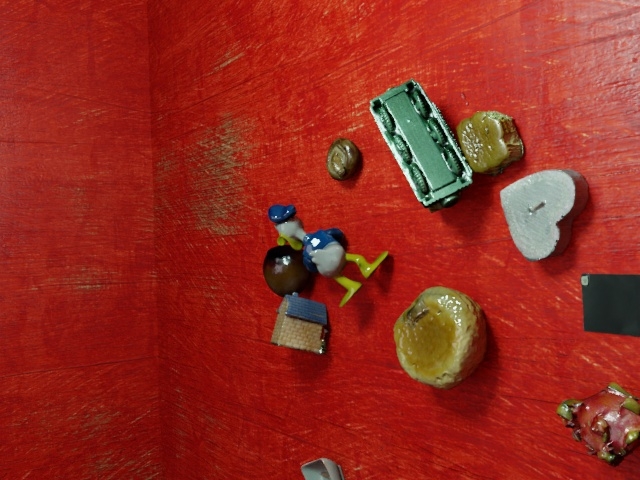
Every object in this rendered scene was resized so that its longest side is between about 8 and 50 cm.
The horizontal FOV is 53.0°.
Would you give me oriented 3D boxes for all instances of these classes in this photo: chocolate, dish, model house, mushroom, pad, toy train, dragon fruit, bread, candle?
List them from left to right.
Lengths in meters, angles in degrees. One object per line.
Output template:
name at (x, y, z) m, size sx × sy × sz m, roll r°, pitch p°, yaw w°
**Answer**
chocolate at (-0.101, 0.101, 2.034) m, size 0.176 × 0.176 × 0.177 m, roll 4°, pitch 95°, yaw 55°
model house at (-0.066, 0.254, 1.993) m, size 0.183 × 0.166 × 0.172 m, roll 163°, pitch 118°, yaw -69°
dish at (0.029, 0.764, 1.928) m, size 0.151 × 0.077 × 0.213 m, roll -43°, pitch 58°, yaw 49°
mushroom at (0.059, -0.233, 1.829) m, size 0.127 × 0.087 × 0.127 m, roll 6°, pitch 98°, yaw 51°
toy train at (0.239, -0.209, 1.503) m, size 0.138 × 0.178 × 0.331 m, roll -26°, pitch 69°, yaw 5°
bread at (0.285, 0.221, 1.490) m, size 0.244 × 0.134 × 0.245 m, roll -4°, pitch 85°, yaw 55°
bread at (0.370, -0.216, 1.399) m, size 0.128 × 0.069 × 0.140 m, roll -33°, pitch 66°, yaw 50°
candle at (0.442, -0.064, 1.302) m, size 0.168 × 0.068 × 0.192 m, roll 41°, pitch 122°, yaw 43°
dragon fruit at (0.515, 0.333, 1.163) m, size 0.207 × 0.133 × 0.150 m, roll 7°, pitch 105°, yaw 65°
pad at (0.569, 0.119, 1.185) m, size 0.193 × 0.004 × 0.116 m, roll -2°, pitch 90°, yaw 54°

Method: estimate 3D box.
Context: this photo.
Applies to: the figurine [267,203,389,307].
figurine at (0.000, 0.000, 1.811) m, size 0.338 × 0.283 × 0.205 m, roll 39°, pitch 97°, yaw 0°
